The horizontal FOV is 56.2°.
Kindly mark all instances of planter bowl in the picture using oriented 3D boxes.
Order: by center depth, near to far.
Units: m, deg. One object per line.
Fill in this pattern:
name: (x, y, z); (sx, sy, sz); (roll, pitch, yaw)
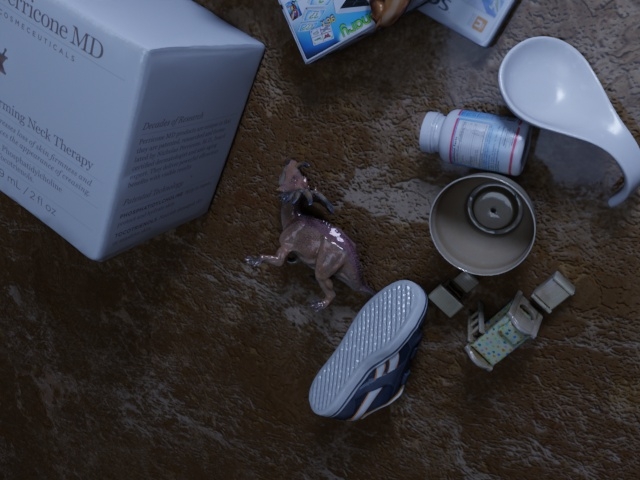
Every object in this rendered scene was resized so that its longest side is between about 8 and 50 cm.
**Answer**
planter bowl: (0.268, -0.038, 0.960); (0.162, 0.109, 0.161); (10, 113, 24)

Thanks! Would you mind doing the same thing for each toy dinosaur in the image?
toy dinosaur: (0.000, 0.000, 1.120); (0.296, 0.127, 0.200); (37, 116, 5)

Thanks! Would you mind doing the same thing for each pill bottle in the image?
pill bottle: (0.242, -0.158, 0.939); (0.160, 0.087, 0.087); (15, 116, 24)

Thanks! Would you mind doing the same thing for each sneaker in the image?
sneaker: (0.115, 0.215, 1.143); (0.128, 0.126, 0.321); (24, 113, -32)

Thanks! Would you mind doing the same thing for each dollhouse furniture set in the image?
dollhouse furniture set: (0.293, 0.098, 1.004); (0.161, 0.101, 0.182); (43, 123, 7)

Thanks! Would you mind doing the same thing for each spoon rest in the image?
spoon rest: (0.368, -0.174, 0.854); (0.137, 0.084, 0.276); (-41, 91, -9)

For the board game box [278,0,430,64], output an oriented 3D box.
board game box: (0.067, -0.423, 0.909); (0.306, 0.053, 0.192); (-19, 99, 33)

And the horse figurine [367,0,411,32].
horse figurine: (0.142, -0.418, 0.797); (0.263, 0.066, 0.174); (-19, 93, 35)

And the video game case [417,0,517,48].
video game case: (0.201, -0.498, 0.858); (0.300, 0.036, 0.328); (35, 122, 12)

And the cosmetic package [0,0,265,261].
cosmetic package: (-0.369, -0.244, 1.097); (0.330, 0.327, 0.393); (33, 120, 14)
